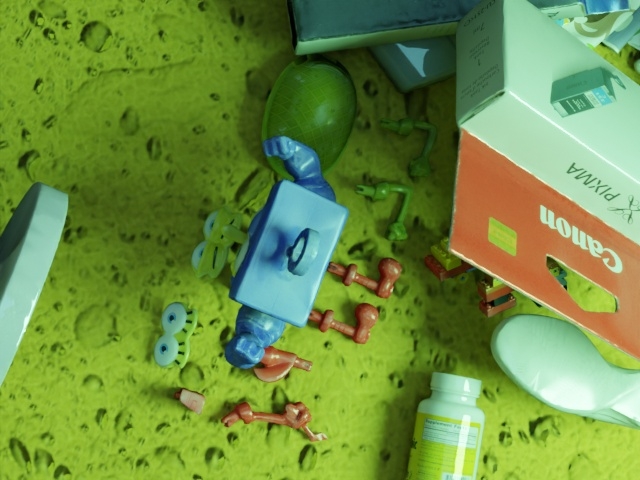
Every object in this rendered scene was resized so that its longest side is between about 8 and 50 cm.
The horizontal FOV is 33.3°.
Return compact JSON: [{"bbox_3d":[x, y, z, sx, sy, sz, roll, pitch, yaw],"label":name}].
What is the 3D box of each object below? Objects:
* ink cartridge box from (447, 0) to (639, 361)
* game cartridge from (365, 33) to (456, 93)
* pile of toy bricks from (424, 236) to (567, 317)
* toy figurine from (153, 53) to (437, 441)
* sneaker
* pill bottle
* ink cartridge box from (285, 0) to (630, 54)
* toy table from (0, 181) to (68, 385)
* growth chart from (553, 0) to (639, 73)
[{"bbox_3d":[0.241,-0.044,0.921,0.296,0.066,0.261,29,47,-25],"label":"ink cartridge box"},{"bbox_3d":[0.155,-0.289,1.048,0.297,0.062,0.198,-38,87,-4],"label":"game cartridge"},{"bbox_3d":[0.207,-0.024,1.000,0.212,0.118,0.105,-22,128,-15],"label":"pile of toy bricks"},{"bbox_3d":[0.000,0.000,0.925,0.191,0.217,0.363,25,81,-7],"label":"toy figurine"},{"bbox_3d":[0.240,0.134,1.016,0.212,0.094,0.080,25,74,-16],"label":"sneaker"},{"bbox_3d":[0.119,0.185,1.005,0.065,0.065,0.116,12,82,-9],"label":"pill bottle"},{"bbox_3d":[0.127,-0.277,0.989,0.332,0.065,0.166,-9,89,-5],"label":"ink cartridge box"},{"bbox_3d":[-0.332,0.055,0.861,0.160,0.252,0.274,26,72,-23],"label":"toy table"},{"bbox_3d":[0.278,-0.278,1.103,0.237,0.021,0.172,34,81,-5],"label":"growth chart"}]
